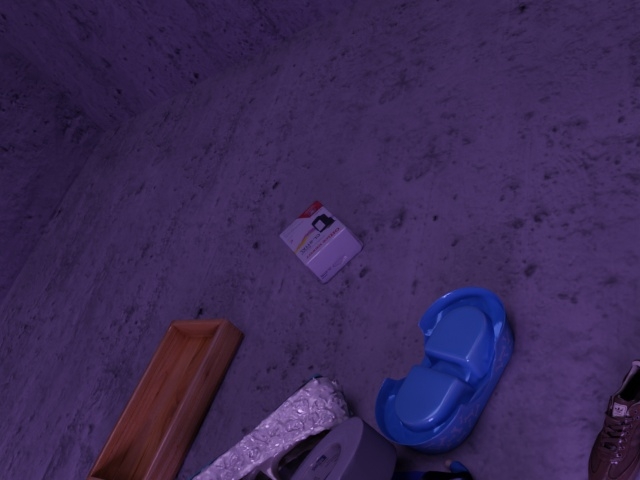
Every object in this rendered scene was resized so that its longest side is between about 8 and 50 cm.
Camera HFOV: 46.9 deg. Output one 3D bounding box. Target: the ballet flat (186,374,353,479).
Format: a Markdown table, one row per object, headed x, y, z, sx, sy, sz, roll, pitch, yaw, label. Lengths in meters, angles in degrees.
| x | y | z | sx | sy | sz | roll | pitch | yaw | label |
| --- | --- | --- | --- | --- | --- | --- | --- | --- | --- |
| -0.107 | 0.404 | 1.298 | 0.409 | 0.147 | 0.147 | -41 | 33 | 4 | ballet flat |

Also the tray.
| x | y | z | sx | sy | sz | roll | pitch | yaw | label |
| --- | --- | --- | --- | --- | --- | --- | --- | --- | --- |
| -0.338 | 0.365 | 1.629 | 0.203 | 0.076 | 0.410 | -7 | 48 | 42 | tray |

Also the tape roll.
| x | y | z | sx | sy | sz | roll | pitch | yaw | label |
| --- | --- | --- | --- | --- | --- | --- | --- | --- | --- |
| 0.020 | 0.382 | 1.144 | 0.219 | 0.072 | 0.219 | -49 | 4 | 5 | tape roll |

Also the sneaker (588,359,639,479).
| x | y | z | sx | sy | sz | roll | pitch | yaw | label |
| --- | --- | --- | --- | --- | --- | --- | --- | --- | --- |
| 0.399 | 0.244 | 0.984 | 0.066 | 0.071 | 0.188 | 6 | 57 | 49 | sneaker |

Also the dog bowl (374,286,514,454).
| x | y | z | sx | sy | sz | roll | pitch | yaw | label |
| --- | --- | --- | --- | --- | --- | --- | --- | --- | --- |
| 0.211 | 0.217 | 1.212 | 0.166 | 0.074 | 0.297 | 9 | 58 | 50 | dog bowl |

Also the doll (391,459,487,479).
| x | y | z | sx | sy | sz | roll | pitch | yaw | label |
| --- | --- | --- | --- | --- | --- | --- | --- | --- | --- |
| 0.170 | 0.380 | 1.097 | 0.189 | 0.046 | 0.129 | -12 | 35 | 30 | doll |

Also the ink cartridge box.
| x | y | z | sx | sy | sz | roll | pitch | yaw | label |
| --- | --- | --- | --- | --- | --- | --- | --- | --- | --- |
| 0.000 | 0.000 | 1.679 | 0.127 | 0.072 | 0.175 | -44 | 32 | -1 | ink cartridge box |
